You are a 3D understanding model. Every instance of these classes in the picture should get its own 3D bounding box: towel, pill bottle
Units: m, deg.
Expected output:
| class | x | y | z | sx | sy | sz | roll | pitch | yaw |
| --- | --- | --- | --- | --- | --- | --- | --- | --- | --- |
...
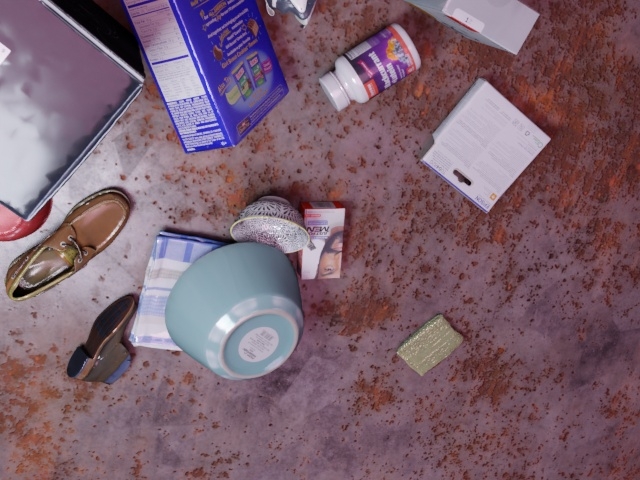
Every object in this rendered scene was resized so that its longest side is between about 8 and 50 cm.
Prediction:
| class | x | y | z | sx | sy | sz | roll | pitch | yaw |
| --- | --- | --- | --- | --- | --- | --- | --- | --- | --- |
| towel | -0.290 | 0.123 | 1.739 | 0.209 | 0.034 | 0.284 | 11 | 113 | -18 |
| pill bottle | 0.098 | -0.349 | 1.620 | 0.194 | 0.108 | 0.108 | -33 | 115 | 1 |
| towel | 0.269 | 0.256 | 1.945 | 0.148 | 0.027 | 0.110 | -42 | 114 | 6 |

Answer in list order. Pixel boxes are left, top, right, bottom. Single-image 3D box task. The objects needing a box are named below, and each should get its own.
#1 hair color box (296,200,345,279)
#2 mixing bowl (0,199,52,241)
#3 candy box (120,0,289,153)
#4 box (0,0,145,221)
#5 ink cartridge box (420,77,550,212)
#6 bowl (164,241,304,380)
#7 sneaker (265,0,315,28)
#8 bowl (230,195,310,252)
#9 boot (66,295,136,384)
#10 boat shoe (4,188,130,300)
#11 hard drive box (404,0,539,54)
| class | x | y | z | sx | sy | sz | roll | pitch | yaw |
| --- | --- | --- | --- | --- | --- | --- | --- | --- | --- |
| hair color box | 0.000 | 0.000 | 1.764 | 0.093 | 0.053 | 0.167 | -3 | 113 | -14 |
| mixing bowl | -0.626 | -0.068 | 1.559 | 0.182 | 0.098 | 0.181 | -5 | 113 | -13 |
| candy box | -0.203 | -0.359 | 1.448 | 0.122 | 0.268 | 0.317 | -6 | 118 | 26 |
| box | -0.557 | -0.342 | 1.261 | 0.480 | 0.471 | 0.297 | 39 | 99 | -24 |
| ink cartridge box | 0.365 | -0.210 | 1.775 | 0.223 | 0.045 | 0.224 | 36 | 100 | -23 |
| bowl | -0.159 | 0.175 | 1.688 | 0.312 | 0.163 | 0.311 | -15 | 126 | -21 |
| sneaker | -0.008 | -0.495 | 1.545 | 0.235 | 0.094 | 0.153 | -10 | 114 | -10 |
| bowl | -0.103 | -0.044 | 1.691 | 0.170 | 0.170 | 0.080 | 15 | 63 | -19 |
| boot | -0.452 | 0.223 | 1.744 | 0.219 | 0.082 | 0.106 | -51 | 135 | 4 |
| boat shoe | -0.509 | 0.020 | 1.617 | 0.307 | 0.104 | 0.110 | -41 | 115 | 4 |
| hard drive box | 0.289 | -0.461 | 1.554 | 0.181 | 0.232 | 0.089 | 24 | 104 | -20 |
